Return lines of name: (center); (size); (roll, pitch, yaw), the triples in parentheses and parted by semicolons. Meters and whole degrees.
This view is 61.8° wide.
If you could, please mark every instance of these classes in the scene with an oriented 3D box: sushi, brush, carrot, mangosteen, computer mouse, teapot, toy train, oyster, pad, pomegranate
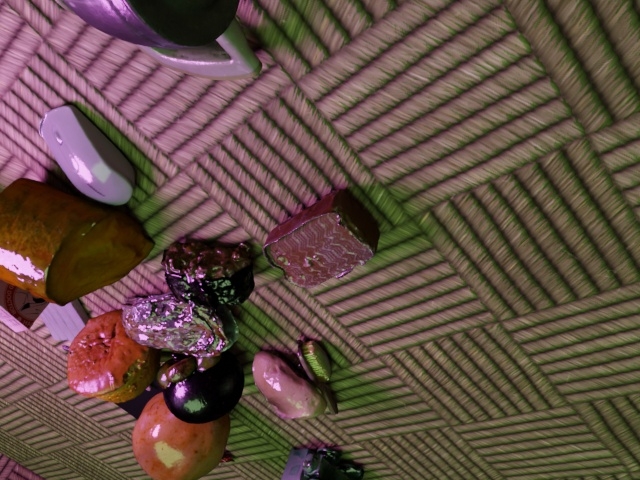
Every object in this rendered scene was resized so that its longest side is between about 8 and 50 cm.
sushi: (-0.256, 0.075, 1.184); (0.212, 0.147, 0.115); (8, 134, 17)
brush: (0.013, 0.372, 1.427); (0.067, 0.072, 0.313); (-14, 128, 12)
carrot: (-0.575, 0.010, 1.170); (0.340, 0.241, 0.241); (22, 135, -1)
mangosteen: (-0.322, 0.378, 1.447); (0.243, 0.243, 0.243); (10, 134, 10)
computer mouse: (-0.477, -0.164, 1.089); (0.128, 0.079, 0.231); (-27, 115, 34)
teapot: (-0.235, -0.380, 0.747); (0.239, 0.321, 0.240); (11, 96, 31)
toy train: (0.019, 0.788, 1.757); (0.202, 0.145, 0.266); (-27, 118, 40)
oyster: (-0.379, 0.198, 1.360); (0.351, 0.162, 0.158); (9, 175, 22)
pad: (-0.588, 0.551, 1.843); (0.367, 0.007, 0.247); (-26, 119, 36)
pomegranate: (-0.422, 0.595, 1.648); (0.307, 0.307, 0.307); (10, 134, 10)

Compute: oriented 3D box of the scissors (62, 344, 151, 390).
scissors: (-0.690, 0.398, 1.722); (0.317, 0.024, 0.160); (21, 135, 4)

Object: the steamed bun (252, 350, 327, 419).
steamed bun: (-0.086, 0.411, 1.417); (0.212, 0.110, 0.231); (6, 139, 55)

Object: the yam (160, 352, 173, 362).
yam: (-0.464, 0.350, 1.593); (0.145, 0.032, 0.032); (-4, 130, 22)

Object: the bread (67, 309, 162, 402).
bread: (-0.554, 0.310, 1.446); (0.268, 0.268, 0.146); (-1, 142, 20)

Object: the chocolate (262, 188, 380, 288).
chocolate: (0.000, 0.000, 1.060); (0.214, 0.093, 0.148); (-26, 118, 35)

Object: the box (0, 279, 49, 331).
box: (-0.774, 0.024, 1.267); (0.069, 0.214, 0.353); (-14, 125, 28)

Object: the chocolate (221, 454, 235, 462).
chocolate: (-0.405, 0.812, 2.009); (0.182, 0.028, 0.086); (-20, 130, 34)

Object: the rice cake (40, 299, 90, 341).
rice cake: (-0.759, 0.224, 1.573); (0.189, 0.037, 0.198); (-2, 130, 21)
